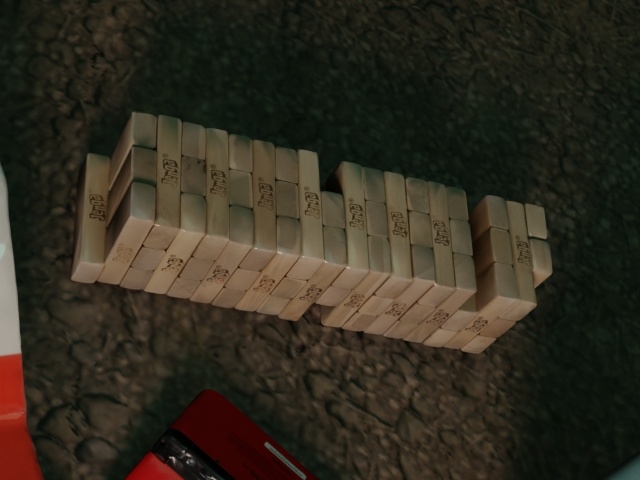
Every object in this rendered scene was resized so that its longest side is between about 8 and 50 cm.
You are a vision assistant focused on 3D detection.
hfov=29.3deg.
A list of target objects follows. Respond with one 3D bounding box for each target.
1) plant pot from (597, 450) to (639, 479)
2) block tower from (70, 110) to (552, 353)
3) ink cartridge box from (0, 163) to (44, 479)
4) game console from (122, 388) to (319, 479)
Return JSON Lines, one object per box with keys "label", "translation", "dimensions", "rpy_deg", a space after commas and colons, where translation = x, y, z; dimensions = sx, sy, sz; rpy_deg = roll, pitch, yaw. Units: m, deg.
{"label": "plant pot", "translation": [0.229, 0.207, 0.771], "dimensions": [0.165, 0.234, 0.166], "rpy_deg": [-22, 74, -36]}
{"label": "block tower", "translation": [0.000, 0.000, 0.870], "dimensions": [0.335, 0.097, 0.091], "rpy_deg": [11, 56, -20]}
{"label": "ink cartridge box", "translation": [-0.310, 0.037, 0.639], "dimensions": [0.308, 0.091, 0.385], "rpy_deg": [-4, 49, -30]}
{"label": "game console", "translation": [-0.059, 0.185, 0.777], "dimensions": [0.144, 0.085, 0.124], "rpy_deg": [42, 20, 0]}
